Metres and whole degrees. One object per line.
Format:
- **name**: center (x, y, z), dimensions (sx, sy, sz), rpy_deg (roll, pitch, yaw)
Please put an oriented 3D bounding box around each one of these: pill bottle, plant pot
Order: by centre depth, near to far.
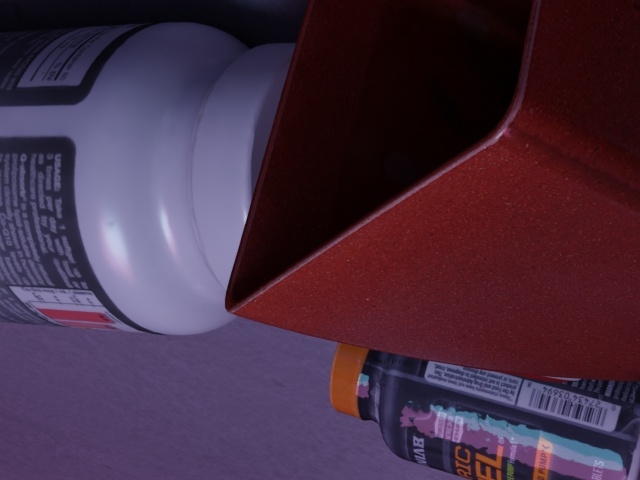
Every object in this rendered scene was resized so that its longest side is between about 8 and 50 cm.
- **plant pot**: center (0.137, -0.067, 0.824), dimensions (0.235, 0.267, 0.267), rpy_deg (26, 150, -20)
- **pill bottle**: center (-0.145, -0.042, 1.086), dimensions (0.362, 0.210, 0.210), rpy_deg (3, 141, 34)
- **pill bottle**: center (0.132, 0.119, 1.195), dimensions (0.245, 0.130, 0.130), rpy_deg (14, 146, 20)

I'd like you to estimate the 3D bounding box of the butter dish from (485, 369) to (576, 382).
- **butter dish**: center (0.162, 0.015, 1.045), dimensions (0.160, 0.118, 0.160), rpy_deg (-35, 149, 33)
